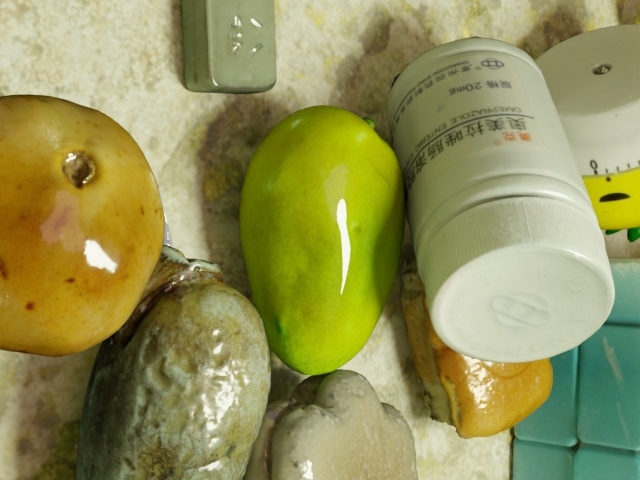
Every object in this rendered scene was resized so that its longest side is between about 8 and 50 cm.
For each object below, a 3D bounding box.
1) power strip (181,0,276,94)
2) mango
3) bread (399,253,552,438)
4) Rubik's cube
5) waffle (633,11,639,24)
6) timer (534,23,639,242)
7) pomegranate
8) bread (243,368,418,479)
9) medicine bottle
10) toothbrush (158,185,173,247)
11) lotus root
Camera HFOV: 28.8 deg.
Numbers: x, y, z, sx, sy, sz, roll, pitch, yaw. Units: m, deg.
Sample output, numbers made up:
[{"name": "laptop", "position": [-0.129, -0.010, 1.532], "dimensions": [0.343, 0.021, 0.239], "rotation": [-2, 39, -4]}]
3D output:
[{"name": "power strip", "position": [-0.097, -0.295, 1.274], "dimensions": [0.093, 0.053, 0.288], "rotation": [-5, 94, -41]}, {"name": "mango", "position": [0.005, -0.004, 1.302], "dimensions": [0.185, 0.149, 0.273], "rotation": [-17, 107, -49]}, {"name": "bread", "position": [0.183, 0.105, 1.477], "dimensions": [0.174, 0.121, 0.246], "rotation": [-20, 105, -41]}, {"name": "Rubik's cube", "position": [0.462, 0.186, 1.595], "dimensions": [0.318, 0.316, 0.322], "rotation": [3, 89, -42]}, {"name": "waffle", "position": [0.544, -0.219, 1.750], "dimensions": [0.065, 0.283, 0.309], "rotation": [-48, 164, -22]}, {"name": "timer", "position": [0.383, -0.106, 1.571], "dimensions": [0.285, 0.285, 0.285], "rotation": [0, 90, -41]}, {"name": "pomegranate", "position": [-0.235, -0.012, 1.039], "dimensions": [0.233, 0.233, 0.233], "rotation": [0, 90, -41]}, {"name": "bread", "position": [0.028, 0.244, 1.322], "dimensions": [0.337, 0.102, 0.183], "rotation": [49, 39, -48]}, {"name": "medicine bottle", "position": [0.184, -0.045, 1.330], "dimensions": [0.190, 0.190, 0.332], "rotation": [36, 31, -36]}, {"name": "toothbrush", "position": [-0.152, 0.008, 1.252], "dimensions": [0.011, 0.013, 0.131], "rotation": [-18, 103, -30]}, {"name": "lotus root", "position": [-0.139, 0.183, 1.162], "dimensions": [0.175, 0.175, 0.350], "rotation": [11, 92, -41]}]
